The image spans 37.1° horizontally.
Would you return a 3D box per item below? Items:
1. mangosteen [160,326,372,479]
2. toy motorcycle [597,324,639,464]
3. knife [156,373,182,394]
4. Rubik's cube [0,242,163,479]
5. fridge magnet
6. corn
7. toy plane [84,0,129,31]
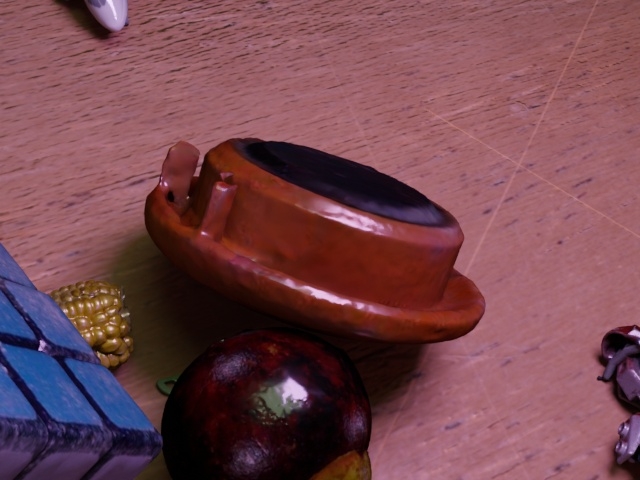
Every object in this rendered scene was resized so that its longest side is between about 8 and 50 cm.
[{"bbox_3d":[-0.045,0.178,0.857,0.209,0.210,0.210,10,49,-11],"label":"mangosteen"},{"bbox_3d":[0.372,0.173,1.078,0.122,0.082,0.213,25,47,1],"label":"toy motorcycle"},{"bbox_3d":[-0.071,0.135,1.004,0.207,0.014,0.030,-8,57,-24],"label":"knife"},{"bbox_3d":[-0.374,0.120,0.618,0.344,0.344,0.337,-45,71,1],"label":"Rubik's cube"},{"bbox_3d":[0.000,0.000,0.981,0.363,0.155,0.363,18,13,-4],"label":"fridge magnet"},{"bbox_3d":[-0.317,0.104,0.889,0.291,0.101,0.101,-9,55,-27],"label":"corn"},{"bbox_3d":[-0.307,-0.386,1.288,0.251,0.101,0.255,-26,76,10],"label":"toy plane"}]
